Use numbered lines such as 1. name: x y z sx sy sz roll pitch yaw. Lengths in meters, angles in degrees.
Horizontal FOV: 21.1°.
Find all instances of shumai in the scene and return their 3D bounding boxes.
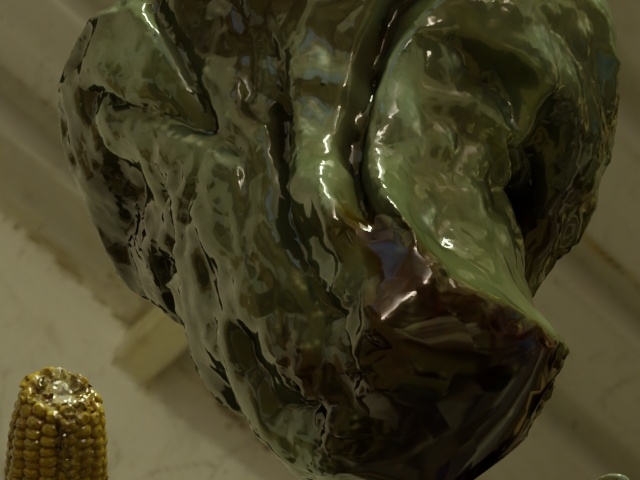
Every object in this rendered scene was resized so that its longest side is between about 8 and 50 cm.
1. shumai: 0.000 0.000 0.856 0.304 0.263 0.309 7 -54 -2

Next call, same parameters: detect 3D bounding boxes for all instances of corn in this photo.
1. corn: -0.226 0.250 1.463 0.106 0.106 0.293 11 -73 8

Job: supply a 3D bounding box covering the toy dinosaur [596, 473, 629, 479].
1. toy dinosaur: 0.129 0.219 1.039 0.205 0.393 0.092 -19 -83 35
